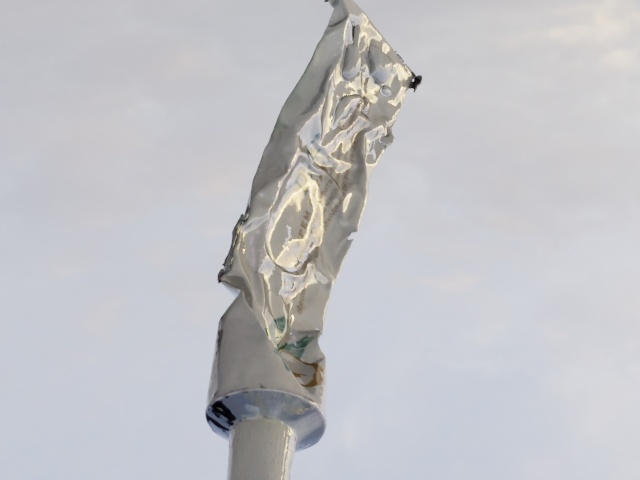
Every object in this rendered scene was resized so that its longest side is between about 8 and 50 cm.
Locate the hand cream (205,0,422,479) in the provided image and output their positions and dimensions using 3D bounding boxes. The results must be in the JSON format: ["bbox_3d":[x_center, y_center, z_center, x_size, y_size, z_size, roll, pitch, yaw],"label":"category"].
[{"bbox_3d":[-0.003,0.001,0.482,0.050,0.084,0.257,-11,-127,36],"label":"hand cream"}]
